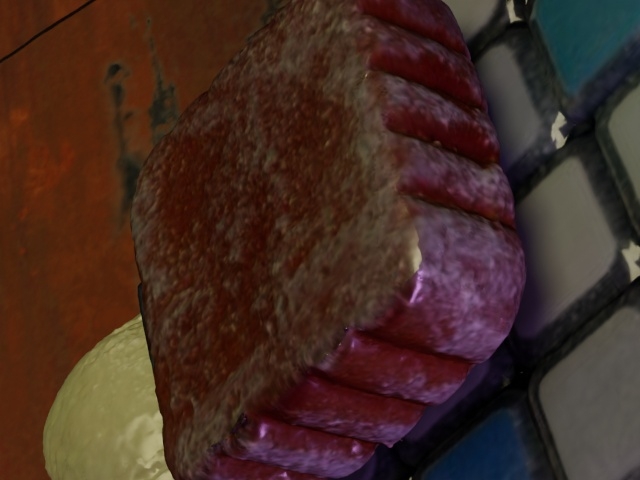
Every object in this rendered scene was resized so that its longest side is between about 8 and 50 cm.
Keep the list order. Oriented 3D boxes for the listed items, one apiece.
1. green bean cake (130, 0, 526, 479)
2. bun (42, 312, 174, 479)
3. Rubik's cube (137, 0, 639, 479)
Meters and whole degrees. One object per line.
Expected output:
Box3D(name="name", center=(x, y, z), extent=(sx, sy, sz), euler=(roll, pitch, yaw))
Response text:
Box3D(name="green bean cake", center=(0.000, 0.000, 0.550), extent=(0.135, 0.056, 0.135), euler=(-43, 42, 37))
Box3D(name="bun", center=(-0.008, 0.114, 0.828), extent=(0.153, 0.244, 0.244), euler=(-40, 46, 3))
Box3D(name="Rubik's cube", center=(0.142, 0.072, 0.625), extent=(0.293, 0.287, 0.292), euler=(-48, 41, 30))
